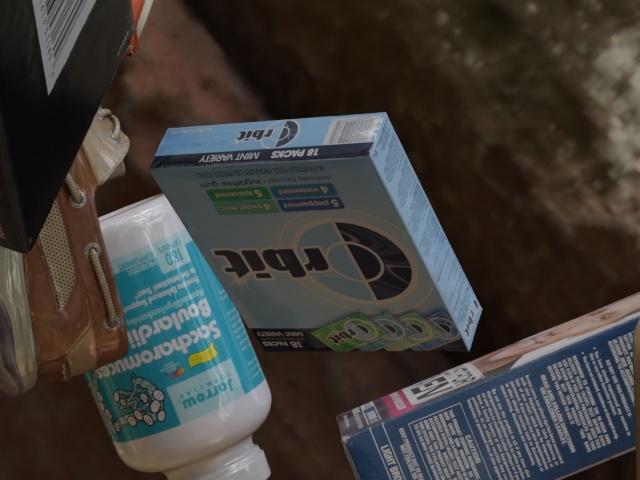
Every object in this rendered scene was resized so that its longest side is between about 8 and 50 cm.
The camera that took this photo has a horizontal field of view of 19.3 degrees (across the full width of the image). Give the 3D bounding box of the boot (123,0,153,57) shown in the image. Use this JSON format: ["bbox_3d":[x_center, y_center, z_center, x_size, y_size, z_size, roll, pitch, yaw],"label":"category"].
[{"bbox_3d":[-0.160,-0.121,1.241,0.084,0.158,0.059,24,-7,-37],"label":"boot"}]

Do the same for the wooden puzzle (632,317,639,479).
[{"bbox_3d":[0.281,0.064,1.102,0.044,0.238,0.221,49,-17,35],"label":"wooden puzzle"}]

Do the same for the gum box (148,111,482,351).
[{"bbox_3d":[0.000,0.000,1.204,0.157,0.041,0.184,-3,-43,28],"label":"gum box"}]

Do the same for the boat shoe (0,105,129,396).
[{"bbox_3d":[-0.195,-0.059,1.307,0.123,0.116,0.324,-173,-103,-73],"label":"boat shoe"}]

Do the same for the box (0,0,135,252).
[{"bbox_3d":[-0.268,-0.176,0.983,0.294,0.183,0.296,16,-31,7],"label":"box"}]

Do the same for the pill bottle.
[{"bbox_3d":[-0.133,0.100,1.637,0.146,0.146,0.264,-16,-82,52],"label":"pill bottle"}]

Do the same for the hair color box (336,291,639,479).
[{"bbox_3d":[0.191,0.137,1.589,0.174,0.347,0.105,-152,-140,-88],"label":"hair color box"}]
